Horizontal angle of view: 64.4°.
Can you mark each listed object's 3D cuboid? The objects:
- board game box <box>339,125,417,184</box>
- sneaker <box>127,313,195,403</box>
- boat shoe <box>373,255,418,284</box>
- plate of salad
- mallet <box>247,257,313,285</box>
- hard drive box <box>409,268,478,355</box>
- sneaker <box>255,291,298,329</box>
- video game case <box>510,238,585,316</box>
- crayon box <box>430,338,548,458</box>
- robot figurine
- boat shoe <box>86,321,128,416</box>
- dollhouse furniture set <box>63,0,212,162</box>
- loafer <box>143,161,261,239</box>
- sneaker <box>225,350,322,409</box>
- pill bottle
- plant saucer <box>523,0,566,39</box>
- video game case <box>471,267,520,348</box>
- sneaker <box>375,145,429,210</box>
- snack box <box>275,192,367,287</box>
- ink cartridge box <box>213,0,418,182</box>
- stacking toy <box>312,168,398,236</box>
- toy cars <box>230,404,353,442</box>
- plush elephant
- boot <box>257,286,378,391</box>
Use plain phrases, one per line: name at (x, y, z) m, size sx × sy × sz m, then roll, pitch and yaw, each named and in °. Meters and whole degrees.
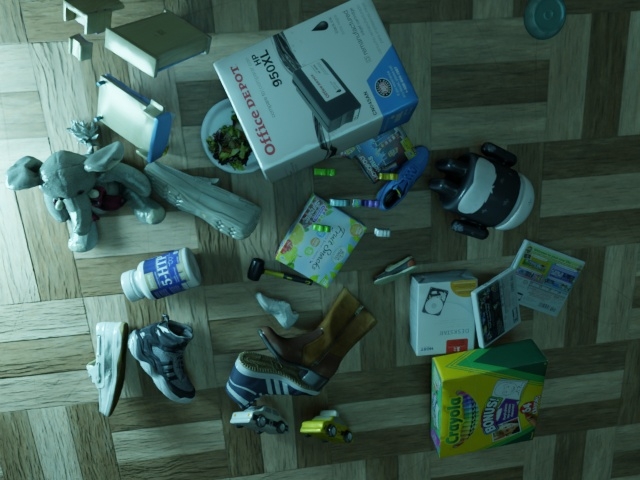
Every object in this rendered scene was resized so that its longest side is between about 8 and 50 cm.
board game box at (0.125, -0.259, 1.361) m, size 0.194 × 0.060 × 0.194 m, roll -34°, pitch 107°, yaw 4°
sneaker at (-0.409, 0.335, 1.446) m, size 0.153 × 0.101 × 0.268 m, roll -33°, pitch 105°, yaw 6°
boat shoe at (0.215, 0.089, 1.483) m, size 0.137 × 0.049 × 0.043 m, roll -24°, pitch 65°, yaw 3°
plate of salad at (-0.210, -0.270, 1.323) m, size 0.200 × 0.048 × 0.199 m, roll -2°, pitch 107°, yaw -7°
mallet at (-0.111, 0.091, 1.450) m, size 0.190 × 0.039 × 0.062 m, roll 7°, pitch 109°, yaw -13°
hard drive box at (0.362, 0.213, 1.513) m, size 0.181 × 0.089 × 0.232 m, roll -5°, pitch 107°, yaw -5°
sneaker at (-0.125, 0.191, 1.470) m, size 0.061 × 0.053 × 0.152 m, roll -45°, pitch 114°, yaw 2°
video game case at (0.675, 0.117, 1.557) m, size 0.212 × 0.023 × 0.193 m, roll 19°, pitch 103°, yaw -11°
crayon box at (0.503, 0.492, 1.559) m, size 0.313 × 0.106 × 0.363 m, roll -10°, pitch 122°, yaw -5°
robot figurine at (0.438, -0.134, 1.381) m, size 0.278 × 0.173 × 0.209 m, roll 20°, pitch 133°, yaw -12°
boat shoe at (-0.608, 0.359, 1.437) m, size 0.096 × 0.098 × 0.277 m, roll 8°, pitch 96°, yaw -9°
dollhouse furniture set at (-0.447, -0.396, 1.251) m, size 0.286 × 0.198 × 0.303 m, roll 34°, pitch 133°, yaw 6°
loafer at (-0.307, -0.120, 1.337) m, size 0.319 × 0.112 × 0.111 m, roll 31°, pitch 63°, yaw -10°
sneaker at (-0.144, 0.435, 1.513) m, size 0.282 × 0.099 × 0.153 m, roll 23°, pitch 112°, yaw -21°
pill bottle at (-0.429, 0.097, 1.370) m, size 0.187 × 0.112 × 0.112 m, roll -19°, pitch 107°, yaw -1°
plant saucer at (0.597, -0.594, 1.340) m, size 0.119 × 0.021 × 0.119 m, roll -2°, pitch 107°, yaw -7°
video game case at (0.520, 0.198, 1.502) m, size 0.173 × 0.022 × 0.190 m, roll -26°, pitch 114°, yaw -26°
sneaker at (0.232, -0.166, 1.391) m, size 0.069 × 0.082 × 0.209 m, roll 37°, pitch 97°, yaw -13°
snack box at (0.000, 0.000, 1.416) m, size 0.174 × 0.070 × 0.207 m, roll 31°, pitch 101°, yaw -13°
ink cartridge box at (-0.011, -0.351, 1.217) m, size 0.395 × 0.166 × 0.285 m, roll -25°, pitch 87°, yaw -1°
stacking toy at (0.089, -0.101, 1.341) m, size 0.221 × 0.052 × 0.167 m, roll 4°, pitch 99°, yaw 0°
toy cars at (-0.076, 0.547, 1.546) m, size 0.394 × 0.176 × 0.087 m, roll 12°, pitch 60°, yaw -10°
plush elephant at (-0.562, -0.122, 1.208) m, size 0.272 × 0.255 × 0.330 m, roll -14°, pitch 106°, yaw 3°
boot at (-0.005, 0.250, 1.453) m, size 0.264 × 0.096 × 0.280 m, roll 42°, pitch 82°, yaw -8°
